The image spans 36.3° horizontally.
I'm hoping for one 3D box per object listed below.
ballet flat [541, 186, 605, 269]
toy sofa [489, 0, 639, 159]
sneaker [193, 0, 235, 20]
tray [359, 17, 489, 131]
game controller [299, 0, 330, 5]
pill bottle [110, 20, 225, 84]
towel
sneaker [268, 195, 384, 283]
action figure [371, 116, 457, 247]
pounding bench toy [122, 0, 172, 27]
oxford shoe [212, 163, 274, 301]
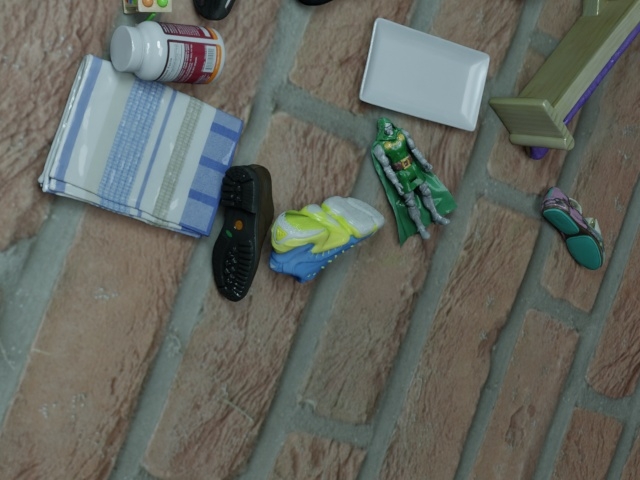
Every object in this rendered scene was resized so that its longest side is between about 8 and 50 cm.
[{"bbox_3d":[0.521,-0.031,1.982,0.221,0.077,0.079,44,55,-32],"label":"ballet flat"},{"bbox_3d":[0.505,-0.322,1.859,0.362,0.150,0.177,-50,121,-15],"label":"toy sofa"},{"bbox_3d":[-0.089,-0.458,1.465,0.163,0.106,0.281,4,103,-45],"label":"sneaker"},{"bbox_3d":[0.182,-0.289,1.721,0.270,0.030,0.145,10,95,-35],"label":"tray"},{"bbox_3d":[0.026,-0.514,1.485,0.167,0.067,0.319,-24,137,-25],"label":"game controller"},{"bbox_3d":[-0.221,-0.272,1.410,0.152,0.086,0.086,-3,101,-41],"label":"pill bottle"},{"bbox_3d":[-0.259,-0.133,1.455,0.285,0.034,0.209,19,86,-37],"label":"towel"},{"bbox_3d":[0.000,0.000,1.638,0.240,0.091,0.126,-7,133,-43],"label":"sneaker"},{"bbox_3d":[0.153,-0.115,1.721,0.137,0.063,0.232,-37,114,-19],"label":"action figure"},{"bbox_3d":[-0.247,-0.338,1.401,0.052,0.065,0.083,-9,104,-33],"label":"pounding bench toy"},{"bbox_3d":[-0.111,-0.011,1.549,0.096,0.083,0.227,-19,126,-58],"label":"oxford shoe"}]
